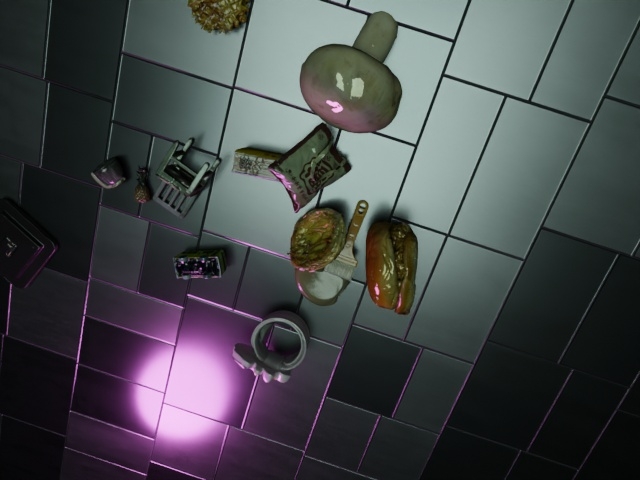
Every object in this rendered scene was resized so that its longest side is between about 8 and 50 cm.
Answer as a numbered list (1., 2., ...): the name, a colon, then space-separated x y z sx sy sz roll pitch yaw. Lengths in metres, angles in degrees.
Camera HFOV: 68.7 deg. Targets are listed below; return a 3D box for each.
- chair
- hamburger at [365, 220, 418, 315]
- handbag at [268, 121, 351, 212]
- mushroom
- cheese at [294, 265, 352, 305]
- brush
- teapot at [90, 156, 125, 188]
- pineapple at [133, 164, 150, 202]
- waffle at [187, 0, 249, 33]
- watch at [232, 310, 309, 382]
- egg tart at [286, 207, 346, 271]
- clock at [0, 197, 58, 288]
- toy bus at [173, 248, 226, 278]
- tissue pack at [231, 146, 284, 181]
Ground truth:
1. chair: -0.472 -0.194 1.567 0.136 0.147 0.270 37 107 -6
2. hamburger: 0.224 0.088 1.490 0.158 0.319 0.319 -1 108 3
3. handbag: -0.032 -0.223 1.467 0.235 0.127 0.213 -39 132 -5
4. mushroom: 0.106 -0.489 1.356 0.314 0.314 0.337 24 83 -1
5. cheese: -0.002 0.133 1.640 0.202 0.091 0.175 37 107 -5
6. brush: 0.102 -0.006 1.580 0.103 0.013 0.273 21 91 -1
7. teapot: -0.731 -0.231 1.633 0.092 0.124 0.091 -45 120 -23
8. pineapple: -0.619 -0.197 1.637 0.058 0.058 0.125 12 102 3
9. waffle: -0.308 -0.730 1.412 0.192 0.070 0.198 4 108 5
10. watch: -0.171 0.371 1.693 0.243 0.196 0.232 27 102 2
11. egg tart: 0.000 0.000 1.557 0.252 0.232 0.098 -34 141 29
12. clock: -1.170 0.018 1.775 0.273 0.049 0.279 44 107 -7
13. toy bus: -0.423 0.081 1.671 0.174 0.101 0.088 -2 108 13
14. tissue pack: -0.190 -0.251 1.525 0.169 0.120 0.082 12 107 5
